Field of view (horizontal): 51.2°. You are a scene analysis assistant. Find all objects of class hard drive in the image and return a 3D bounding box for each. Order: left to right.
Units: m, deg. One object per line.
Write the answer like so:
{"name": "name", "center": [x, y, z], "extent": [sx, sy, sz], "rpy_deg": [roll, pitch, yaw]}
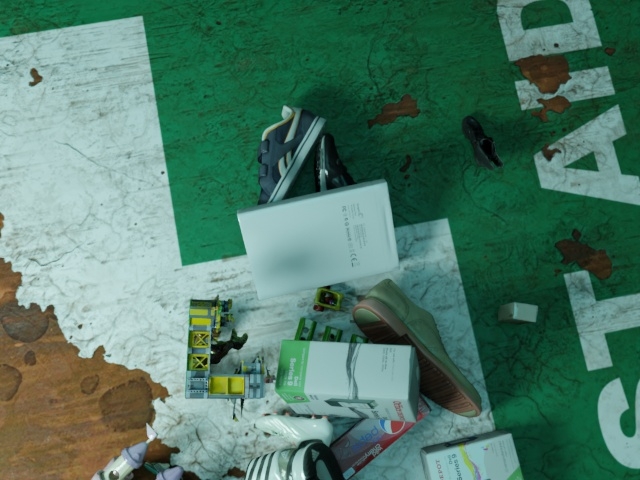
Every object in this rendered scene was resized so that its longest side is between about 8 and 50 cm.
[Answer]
{"name": "hard drive", "center": [0.000, 0.000, 1.595], "extent": [0.353, 0.047, 0.233], "rpy_deg": [-12, 115, -2]}

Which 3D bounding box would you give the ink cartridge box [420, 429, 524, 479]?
{"name": "ink cartridge box", "center": [0.356, 0.547, 1.567], "extent": [0.212, 0.093, 0.154], "rpy_deg": [-12, 81, -3]}

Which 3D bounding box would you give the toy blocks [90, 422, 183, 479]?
{"name": "toy blocks", "center": [-0.378, 0.588, 1.418], "extent": [0.260, 0.309, 0.288], "rpy_deg": [-42, 85, -2]}

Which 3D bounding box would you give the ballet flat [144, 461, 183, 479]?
{"name": "ballet flat", "center": [-0.360, 0.549, 1.568], "extent": [0.114, 0.041, 0.041], "rpy_deg": [38, 81, 4]}

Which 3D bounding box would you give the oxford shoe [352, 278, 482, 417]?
{"name": "oxford shoe", "center": [0.259, 0.254, 1.596], "extent": [0.397, 0.140, 0.146], "rpy_deg": [48, 54, -6]}

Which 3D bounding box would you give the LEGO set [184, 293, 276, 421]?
{"name": "LEGO set", "center": [-0.198, 0.255, 1.491], "extent": [0.192, 0.331, 0.255], "rpy_deg": [3, 67, -10]}

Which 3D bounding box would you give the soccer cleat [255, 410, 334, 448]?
{"name": "soccer cleat", "center": [-0.066, 0.445, 1.554], "extent": [0.196, 0.068, 0.076], "rpy_deg": [-2, 58, 19]}

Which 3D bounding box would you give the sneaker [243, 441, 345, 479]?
{"name": "sneaker", "center": [-0.036, 0.666, 1.522], "extent": [0.257, 0.169, 0.447], "rpy_deg": [-15, 102, 30]}

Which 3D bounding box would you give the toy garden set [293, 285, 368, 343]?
{"name": "toy garden set", "center": [0.067, 0.229, 1.632], "extent": [0.244, 0.049, 0.204], "rpy_deg": [17, 80, 1]}

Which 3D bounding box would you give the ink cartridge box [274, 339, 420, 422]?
{"name": "ink cartridge box", "center": [0.068, 0.312, 1.476], "extent": [0.289, 0.211, 0.121], "rpy_deg": [0, 62, 14]}

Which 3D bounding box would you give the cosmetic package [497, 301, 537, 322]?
{"name": "cosmetic package", "center": [0.479, 0.178, 1.625], "extent": [0.060, 0.115, 0.041], "rpy_deg": [9, 80, 0]}

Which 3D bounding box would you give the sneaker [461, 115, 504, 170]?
{"name": "sneaker", "center": [0.415, -0.253, 1.712], "extent": [0.051, 0.089, 0.170], "rpy_deg": [-17, 81, -5]}

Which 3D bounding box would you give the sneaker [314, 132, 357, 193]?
{"name": "sneaker", "center": [0.053, -0.128, 1.677], "extent": [0.124, 0.107, 0.283], "rpy_deg": [-4, 90, -7]}

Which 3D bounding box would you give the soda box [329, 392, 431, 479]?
{"name": "soda box", "center": [0.133, 0.449, 1.574], "extent": [0.263, 0.092, 0.083], "rpy_deg": [-37, 80, -7]}

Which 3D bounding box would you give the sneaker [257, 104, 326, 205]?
{"name": "sneaker", "center": [-0.107, -0.193, 1.665], "extent": [0.127, 0.126, 0.321], "rpy_deg": [27, 69, -2]}
